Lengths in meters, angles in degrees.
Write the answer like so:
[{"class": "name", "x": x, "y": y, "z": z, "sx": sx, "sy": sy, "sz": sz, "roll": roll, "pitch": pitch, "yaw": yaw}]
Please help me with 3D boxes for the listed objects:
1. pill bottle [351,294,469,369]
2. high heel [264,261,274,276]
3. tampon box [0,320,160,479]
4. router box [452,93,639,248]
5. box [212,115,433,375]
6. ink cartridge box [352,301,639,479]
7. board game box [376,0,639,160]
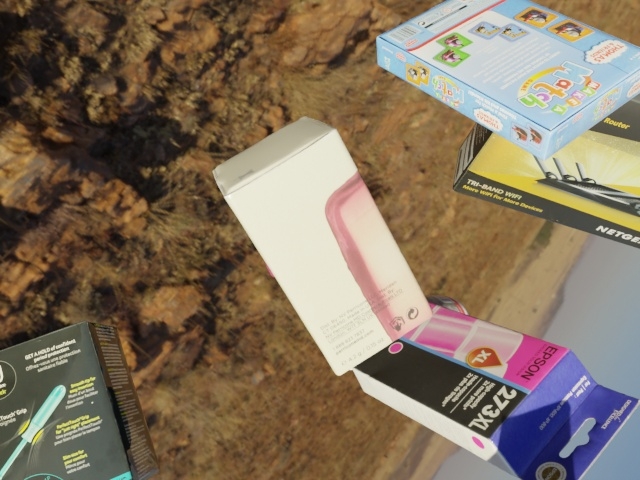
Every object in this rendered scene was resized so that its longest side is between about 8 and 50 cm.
[{"class": "pill bottle", "x": 0.164, "y": 0.193, "z": 1.305, "sx": 0.283, "sy": 0.161, "sz": 0.161, "roll": 4, "pitch": 121, "yaw": -36}, {"class": "high heel", "x": -0.146, "y": -0.016, "z": 1.442, "sx": 0.082, "sy": 0.244, "sz": 0.117, "roll": 25, "pitch": 96, "yaw": -56}, {"class": "tampon box", "x": -0.246, "y": 0.175, "z": 0.616, "sx": 0.120, "sy": 0.161, "sz": 0.101, "roll": -19, "pitch": 170, "yaw": -5}, {"class": "router box", "x": 0.353, "y": -0.109, "z": 0.776, "sx": 0.243, "sy": 0.309, "sz": 0.081, "roll": 110, "pitch": -5, "yaw": -61}, {"class": "box", "x": 0.000, "y": 0.000, "z": 0.688, "sx": 0.127, "sy": 0.232, "sz": 0.148, "roll": -31, "pitch": -159, "yaw": -4}, {"class": "ink cartridge box", "x": 0.222, "y": 0.199, "z": 0.887, "sx": 0.176, "sy": 0.371, "sz": 0.069, "roll": -39, "pitch": 120, "yaw": -23}, {"class": "board game box", "x": 0.184, "y": -0.175, "z": 0.615, "sx": 0.160, "sy": 0.211, "sz": 0.039, "roll": -33, "pitch": 143, "yaw": -22}]
